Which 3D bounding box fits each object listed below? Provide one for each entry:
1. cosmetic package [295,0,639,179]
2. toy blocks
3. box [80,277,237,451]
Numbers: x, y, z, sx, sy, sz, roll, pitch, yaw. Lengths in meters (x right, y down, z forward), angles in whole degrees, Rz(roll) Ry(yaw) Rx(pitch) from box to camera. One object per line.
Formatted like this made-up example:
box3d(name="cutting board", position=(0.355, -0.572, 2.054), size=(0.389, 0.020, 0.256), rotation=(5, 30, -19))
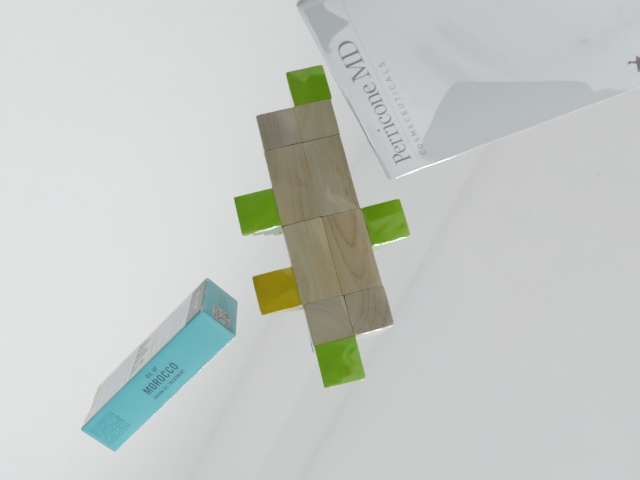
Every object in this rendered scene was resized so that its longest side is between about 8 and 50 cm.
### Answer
box3d(name="cosmetic package", position=(0.229, -0.260, 0.600), size=(0.454, 0.230, 0.161), rotation=(-20, -142, 20))
box3d(name="toy blocks", position=(0.000, 0.000, 0.843), size=(0.261, 0.191, 0.381), rotation=(93, -17, -78))
box3d(name="box", position=(-0.217, 0.168, 0.839), size=(0.244, 0.060, 0.100), rotation=(-44, -160, 12))
